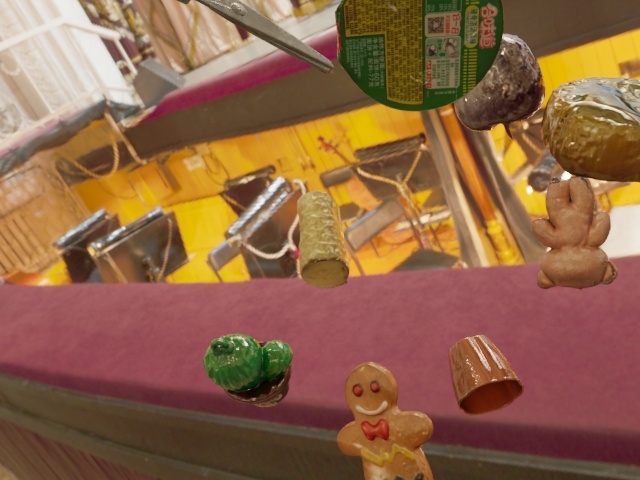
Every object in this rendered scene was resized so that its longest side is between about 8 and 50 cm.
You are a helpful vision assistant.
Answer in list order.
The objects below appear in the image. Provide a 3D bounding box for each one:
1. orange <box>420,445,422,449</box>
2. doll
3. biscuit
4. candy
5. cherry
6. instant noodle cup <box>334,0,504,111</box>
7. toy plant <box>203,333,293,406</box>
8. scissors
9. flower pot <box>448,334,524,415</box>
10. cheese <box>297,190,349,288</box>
[{"bbox_3d":[0.187,0.458,1.360,0.084,0.083,0.083,-24,22,10],"label":"orange"},{"bbox_3d":[0.673,-0.020,1.620,0.201,0.303,0.156,-4,-7,24],"label":"doll"},{"bbox_3d":[0.095,0.307,0.913,0.166,0.249,0.036,-20,-10,32],"label":"biscuit"},{"bbox_3d":[0.489,-0.180,0.976,0.260,0.117,0.259,2,36,-2],"label":"candy"},{"bbox_3d":[0.496,-0.427,1.704,0.218,0.296,0.255,-15,5,-31],"label":"cherry"},{"bbox_3d":[0.127,-0.316,0.837,0.207,0.207,0.232,-20,30,18],"label":"instant noodle cup"},{"bbox_3d":[-0.108,0.204,0.980,0.143,0.200,0.105,-9,56,11],"label":"toy plant"},{"bbox_3d":[-0.164,-0.371,0.931,0.029,0.447,0.192,-34,40,48],"label":"scissors"},{"bbox_3d":[0.451,0.372,1.713,0.191,0.190,0.173,-24,45,9],"label":"flower pot"},{"bbox_3d":[0.000,0.000,1.189,0.094,0.123,0.167,-15,54,10],"label":"cheese"}]
